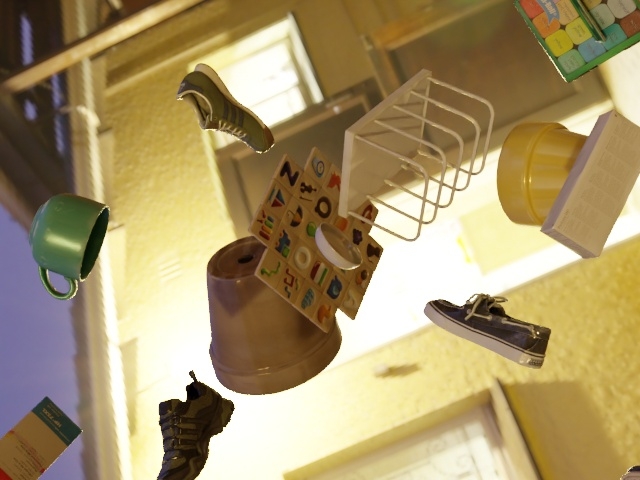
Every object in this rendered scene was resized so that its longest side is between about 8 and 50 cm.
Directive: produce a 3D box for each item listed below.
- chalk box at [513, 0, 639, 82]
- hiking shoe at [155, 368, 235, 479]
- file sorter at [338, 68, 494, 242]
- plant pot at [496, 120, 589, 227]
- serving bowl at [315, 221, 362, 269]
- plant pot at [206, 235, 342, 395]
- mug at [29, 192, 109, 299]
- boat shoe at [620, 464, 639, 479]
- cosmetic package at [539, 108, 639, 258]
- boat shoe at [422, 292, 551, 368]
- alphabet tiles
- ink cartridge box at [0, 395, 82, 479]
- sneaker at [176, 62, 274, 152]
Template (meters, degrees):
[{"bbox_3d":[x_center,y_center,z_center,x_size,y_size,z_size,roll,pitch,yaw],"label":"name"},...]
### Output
[{"bbox_3d":[0.464,-0.409,1.769,0.180,0.179,0.289,54,-150,-11],"label":"chalk box"},{"bbox_3d":[-0.232,0.316,1.633,0.114,0.086,0.227,44,-140,-12],"label":"hiking shoe"},{"bbox_3d":[0.185,-0.156,1.893,0.173,0.277,0.193,26,135,23],"label":"file sorter"},{"bbox_3d":[0.575,-0.150,2.351,0.239,0.254,0.254,7,135,44],"label":"plant pot"},{"bbox_3d":[0.021,0.012,1.466,0.083,0.027,0.083,39,-158,-18],"label":"serving bowl"},{"bbox_3d":[-0.137,0.153,2.355,0.323,0.323,0.280,-102,-5,-60],"label":"plant pot"},{"bbox_3d":[-0.412,0.001,1.620,0.129,0.097,0.158,110,179,-63],"label":"mug"},{"bbox_3d":[0.708,0.450,1.866,0.335,0.095,0.112,-12,99,56],"label":"boat shoe"},{"bbox_3d":[0.475,-0.096,1.732,0.098,0.239,0.060,32,169,-11],"label":"cosmetic package"},{"bbox_3d":[0.345,0.163,2.107,0.113,0.105,0.306,10,-170,-40],"label":"boat shoe"},{"bbox_3d":[0.000,0.000,1.946,0.342,0.011,0.285,42,-119,-39],"label":"alphabet tiles"},{"bbox_3d":[-0.443,0.328,1.388,0.078,0.134,0.231,46,-155,-3],"label":"ink cartridge box"},{"bbox_3d":[-0.172,-0.209,1.746,0.192,0.064,0.086,47,-126,-12],"label":"sneaker"}]
